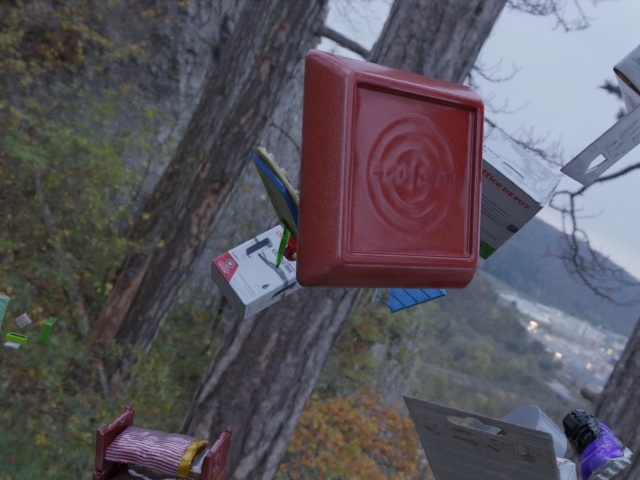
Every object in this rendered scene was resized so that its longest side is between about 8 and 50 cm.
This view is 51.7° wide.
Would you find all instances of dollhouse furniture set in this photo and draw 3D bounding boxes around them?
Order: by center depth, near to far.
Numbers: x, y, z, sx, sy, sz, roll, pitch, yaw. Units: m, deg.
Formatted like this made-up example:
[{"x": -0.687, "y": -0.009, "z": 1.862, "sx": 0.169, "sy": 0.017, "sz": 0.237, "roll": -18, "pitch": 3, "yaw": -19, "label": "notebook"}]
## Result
[{"x": -0.281, "y": 0.401, "z": 0.981, "sx": 0.201, "sy": 0.152, "sz": 0.374, "roll": 9, "pitch": 10, "yaw": 7, "label": "dollhouse furniture set"}, {"x": -0.540, "y": 0.141, "z": 1.138, "sx": 0.152, "sy": 0.076, "sz": 0.058, "roll": 18, "pitch": 2, "yaw": -13, "label": "dollhouse furniture set"}]

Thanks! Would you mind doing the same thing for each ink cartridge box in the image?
[{"x": 0.406, "y": -0.176, "z": 0.843, "sx": 0.060, "sy": 0.239, "sz": 0.275, "roll": 55, "pitch": 23, "yaw": 17, "label": "ink cartridge box"}, {"x": 0.224, "y": 0.268, "z": 0.852, "sx": 0.189, "sy": 0.066, "sz": 0.232, "roll": 7, "pitch": -46, "yaw": 32, "label": "ink cartridge box"}, {"x": 0.427, "y": -0.111, "z": 1.663, "sx": 0.211, "sy": 0.121, "sz": 0.289, "roll": 40, "pitch": -32, "yaw": 5, "label": "ink cartridge box"}, {"x": -0.189, "y": 0.100, "z": 2.144, "sx": 0.273, "sy": 0.114, "sz": 0.197, "roll": -29, "pitch": 66, "yaw": -27, "label": "ink cartridge box"}]

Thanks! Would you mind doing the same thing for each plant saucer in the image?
[{"x": 0.098, "y": -0.073, "z": 0.757, "sx": 0.259, "sy": 0.259, "sz": 0.048, "roll": 3, "pitch": -2, "yaw": -33, "label": "plant saucer"}]

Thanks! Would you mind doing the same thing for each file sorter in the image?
[{"x": 0.248, "y": 0.110, "z": 1.865, "sx": 0.104, "sy": 0.170, "sz": 0.118, "roll": 41, "pitch": 36, "yaw": -43, "label": "file sorter"}]

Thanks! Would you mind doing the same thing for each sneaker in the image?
[{"x": 0.569, "y": 0.432, "z": 1.400, "sx": 0.146, "sy": 0.102, "sz": 0.293, "roll": 54, "pitch": 13, "yaw": 26, "label": "sneaker"}]

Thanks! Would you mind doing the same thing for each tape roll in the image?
[{"x": 0.368, "y": 0.423, "z": 1.276, "sx": 0.072, "sy": 0.219, "sz": 0.219, "roll": 45, "pitch": 10, "yaw": 2, "label": "tape roll"}]

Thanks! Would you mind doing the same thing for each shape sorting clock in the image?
[{"x": -0.050, "y": -0.065, "z": 1.085, "sx": 0.206, "sy": 0.040, "sz": 0.206, "roll": 58, "pitch": -11, "yaw": 17, "label": "shape sorting clock"}]

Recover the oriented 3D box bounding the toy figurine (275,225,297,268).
[{"x": 0.000, "y": 0.000, "z": 1.396, "sx": 0.159, "sy": 0.173, "sz": 0.130, "roll": 14, "pitch": 26, "yaw": -8, "label": "toy figurine"}]
